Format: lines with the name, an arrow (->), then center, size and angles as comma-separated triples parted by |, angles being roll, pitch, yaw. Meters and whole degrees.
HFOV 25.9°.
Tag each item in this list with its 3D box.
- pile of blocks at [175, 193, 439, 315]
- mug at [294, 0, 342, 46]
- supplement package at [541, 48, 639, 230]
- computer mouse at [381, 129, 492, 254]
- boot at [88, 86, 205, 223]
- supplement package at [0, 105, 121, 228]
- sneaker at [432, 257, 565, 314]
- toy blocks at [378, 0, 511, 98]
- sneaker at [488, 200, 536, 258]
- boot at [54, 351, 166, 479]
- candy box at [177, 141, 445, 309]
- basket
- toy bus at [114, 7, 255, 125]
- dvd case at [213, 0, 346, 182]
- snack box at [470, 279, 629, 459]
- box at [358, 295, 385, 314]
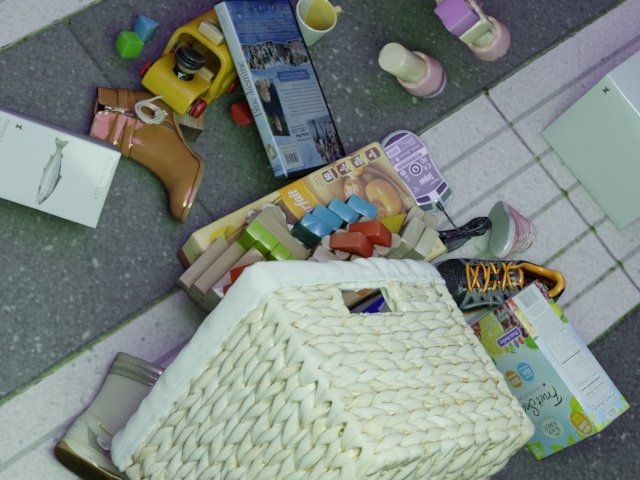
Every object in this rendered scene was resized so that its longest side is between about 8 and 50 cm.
pile of blocks -> 0.000, 0.000, 1.762 | 0.362, 0.112, 0.149 | -19, 78, -27
mug -> -0.010, -0.312, 2.021 | 0.078, 0.064, 0.062 | 9, 64, -21
supplement package -> 0.519, -0.189, 2.101 | 0.263, 0.198, 0.199 | -36, 85, -30
computer mouse -> 0.153, -0.072, 1.994 | 0.106, 0.042, 0.193 | -31, 82, -10
boot -> -0.234, -0.115, 1.848 | 0.152, 0.073, 0.197 | 11, 53, -19
supplement package -> -0.353, -0.096, 1.751 | 0.179, 0.105, 0.105 | 18, 94, -13
sneaker -> 0.245, 0.058, 1.955 | 0.215, 0.083, 0.084 | 3, 69, -19
toy blocks -> 0.203, -0.390, 2.038 | 0.260, 0.309, 0.288 | 16, 43, -63
sneaker -> 0.279, -0.004, 1.989 | 0.070, 0.051, 0.134 | 35, 24, -13
boot -> -0.196, 0.248, 1.705 | 0.213, 0.077, 0.165 | 33, 58, -5
candy box -> -0.009, 0.015, 1.869 | 0.316, 0.087, 0.183 | -28, 81, -29
basket -> 0.009, 0.217, 1.568 | 0.328, 0.331, 0.266 | 1, 45, -49
toy bus -> -0.161, -0.247, 1.878 | 0.191, 0.104, 0.202 | 9, 42, -32
dvd case -> -0.051, -0.210, 1.906 | 0.180, 0.022, 0.253 | -18, 88, -61
snack box -> 0.292, 0.177, 1.869 | 0.070, 0.174, 0.207 | -33, 82, -28
box -> 0.106, 0.143, 1.869 | 0.126, 0.072, 0.137 | -35, 84, -29
